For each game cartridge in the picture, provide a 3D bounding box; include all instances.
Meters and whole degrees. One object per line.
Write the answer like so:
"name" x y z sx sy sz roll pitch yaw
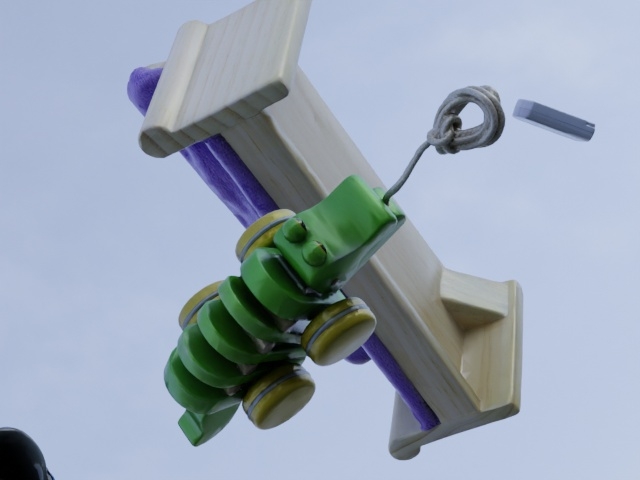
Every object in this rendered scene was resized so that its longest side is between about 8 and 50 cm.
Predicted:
"game cartridge" 0.167 -0.087 0.999 0.083 0.056 0.017 -44 -22 -84

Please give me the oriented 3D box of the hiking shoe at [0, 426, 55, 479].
"hiking shoe" -0.204 0.172 0.840 0.113 0.304 0.132 30 -89 -22

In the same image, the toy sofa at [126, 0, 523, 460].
"toy sofa" 0.000 0.000 1.059 0.177 0.150 0.362 -22 -57 24

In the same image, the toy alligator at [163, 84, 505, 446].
"toy alligator" -0.008 0.013 0.507 0.190 0.056 0.051 -49 -25 24
